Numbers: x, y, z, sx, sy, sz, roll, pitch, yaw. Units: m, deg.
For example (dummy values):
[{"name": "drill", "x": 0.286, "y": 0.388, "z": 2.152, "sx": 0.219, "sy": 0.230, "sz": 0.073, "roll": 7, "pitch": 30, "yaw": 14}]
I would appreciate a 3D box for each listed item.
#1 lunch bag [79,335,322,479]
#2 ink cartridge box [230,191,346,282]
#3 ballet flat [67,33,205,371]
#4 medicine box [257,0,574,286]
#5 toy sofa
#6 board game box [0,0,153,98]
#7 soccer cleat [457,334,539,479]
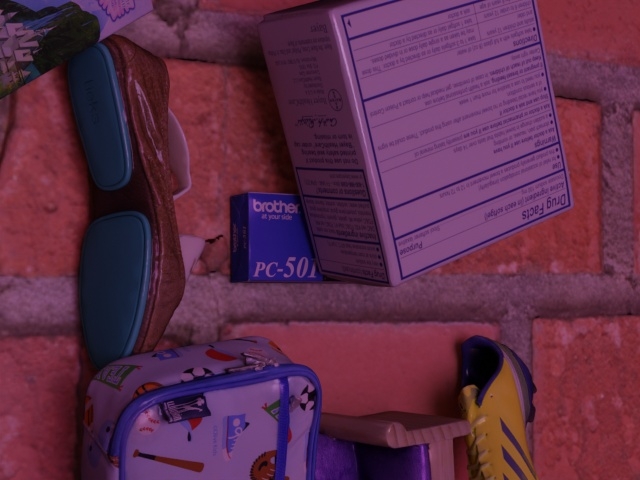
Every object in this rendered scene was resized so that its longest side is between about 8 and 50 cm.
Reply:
[{"name": "lunch bag", "x": -0.109, "y": 0.241, "z": 1.140, "sx": 0.243, "sy": 0.115, "sz": 0.303, "roll": -5, "pitch": 110, "yaw": -32}, {"name": "ink cartridge box", "x": 0.000, "y": 0.000, "z": 1.303, "sx": 0.207, "sy": 0.046, "sz": 0.097, "roll": 2, "pitch": 85, "yaw": -31}, {"name": "ballet flat", "x": -0.178, "y": -0.036, "z": 1.173, "sx": 0.124, "sy": 0.116, "sz": 0.343, "roll": -3, "pitch": 85, "yaw": -51}, {"name": "medicine box", "x": 0.107, "y": -0.130, "z": 1.242, "sx": 0.263, "sy": 0.149, "sz": 0.289, "roll": -21, "pitch": 106, "yaw": -30}, {"name": "toy sofa", "x": 0.062, "y": 0.370, "z": 1.262, "sx": 0.177, "sy": 0.150, "sz": 0.363, "roll": -2, "pitch": 89, "yaw": -33}, {"name": "board game box", "x": -0.292, "y": -0.297, "z": 1.004, "sx": 0.318, "sy": 0.065, "sz": 0.319, "roll": -47, "pitch": 134, "yaw": -48}, {"name": "soccer cleat", "x": 0.191, "y": 0.230, "z": 1.327, "sx": 0.121, "sy": 0.093, "sz": 0.289, "roll": 43, "pitch": 33, "yaw": -26}]
